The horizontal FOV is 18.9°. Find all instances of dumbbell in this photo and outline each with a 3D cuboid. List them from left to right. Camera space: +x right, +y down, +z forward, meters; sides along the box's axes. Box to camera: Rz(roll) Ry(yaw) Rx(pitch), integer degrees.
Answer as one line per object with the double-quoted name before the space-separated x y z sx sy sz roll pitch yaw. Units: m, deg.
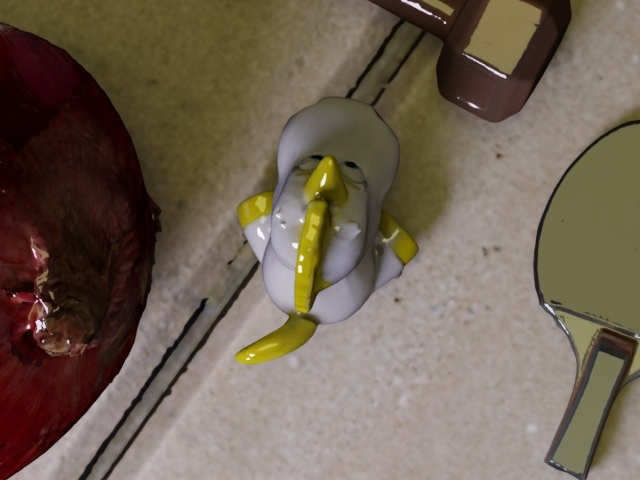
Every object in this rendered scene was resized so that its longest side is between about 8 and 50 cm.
"dumbbell" 0.031 -0.157 1.119 0.231 0.092 0.082 29 59 7

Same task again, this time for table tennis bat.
"table tennis bat" 0.181 0.033 1.124 0.130 0.019 0.220 21 87 8

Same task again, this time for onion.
"onion" -0.212 0.008 1.038 0.276 0.276 0.276 0 86 5

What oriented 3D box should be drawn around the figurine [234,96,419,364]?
"figurine" 0.003 -0.007 1.070 0.109 0.178 0.129 21 61 2
